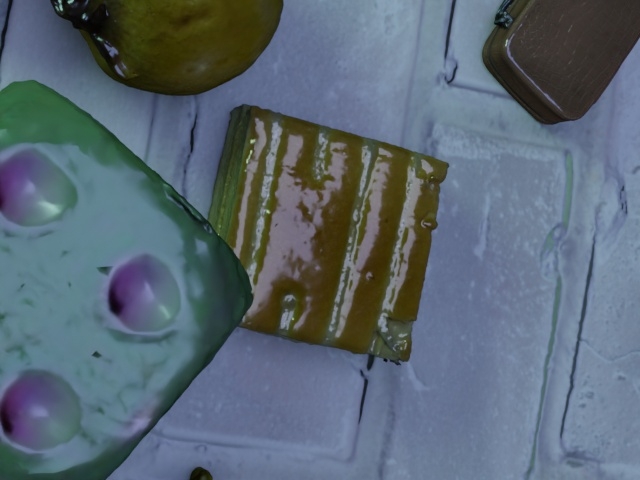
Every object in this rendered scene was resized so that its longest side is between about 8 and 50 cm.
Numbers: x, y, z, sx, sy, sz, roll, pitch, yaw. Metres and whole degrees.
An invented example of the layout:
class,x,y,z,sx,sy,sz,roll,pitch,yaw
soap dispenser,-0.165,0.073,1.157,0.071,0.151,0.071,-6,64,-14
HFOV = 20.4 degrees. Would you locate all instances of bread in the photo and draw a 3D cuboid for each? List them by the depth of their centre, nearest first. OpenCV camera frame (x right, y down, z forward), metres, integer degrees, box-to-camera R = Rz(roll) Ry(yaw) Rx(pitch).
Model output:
class,x,y,z,sx,sy,sz,roll,pitch,yaw
bread,0.000,0.000,1.913,0.239,0.111,0.246,15,85,-16

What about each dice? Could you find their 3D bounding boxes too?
class,x,y,z,sx,sy,sz,roll,pitch,yaw
dice,-0.273,0.061,1.698,0.330,0.318,0.322,42,81,-7

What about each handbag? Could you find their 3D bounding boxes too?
class,x,y,z,sx,sy,sz,roll,pitch,yaw
handbag,0.280,-0.241,2.039,0.151,0.072,0.193,37,79,-15

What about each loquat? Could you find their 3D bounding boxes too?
class,x,y,z,sx,sy,sz,roll,pitch,yaw
loquat,-0.158,-0.258,1.810,0.244,0.244,0.244,1,88,-19

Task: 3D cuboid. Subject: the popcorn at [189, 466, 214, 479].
class,x,y,z,sx,sy,sz,roll,pitch,yaw
popcorn,-0.133,0.298,1.875,0.097,0.089,0.109,13,101,-58
